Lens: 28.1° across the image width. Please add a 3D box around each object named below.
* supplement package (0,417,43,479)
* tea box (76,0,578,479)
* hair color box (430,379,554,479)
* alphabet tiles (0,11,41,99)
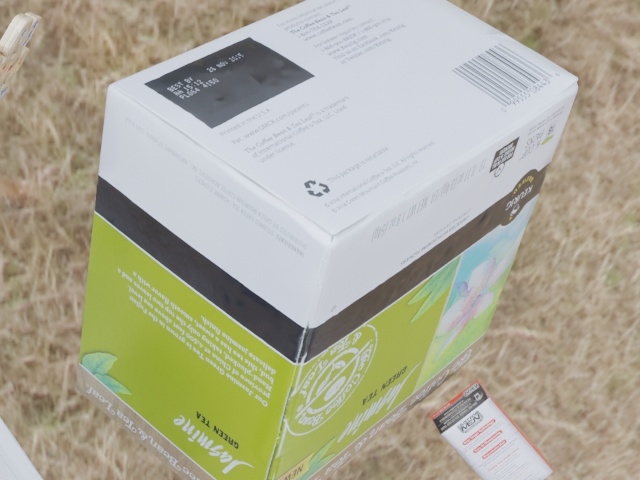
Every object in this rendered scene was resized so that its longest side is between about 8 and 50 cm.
[{"bbox_3d":[-0.297,0.176,0.777,0.149,0.194,0.203,9,47,36],"label":"supplement package"},{"bbox_3d":[0.000,0.000,1.051,0.220,0.323,0.329,36,44,23],"label":"tea box"},{"bbox_3d":[0.196,0.231,1.453,0.072,0.043,0.141,-38,118,5],"label":"hair color box"},{"bbox_3d":[-0.474,-0.192,1.773,0.021,0.278,0.284,31,99,-9],"label":"alphabet tiles"}]
